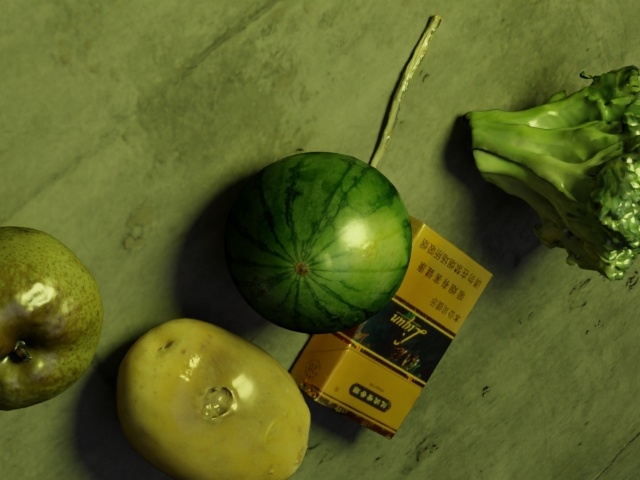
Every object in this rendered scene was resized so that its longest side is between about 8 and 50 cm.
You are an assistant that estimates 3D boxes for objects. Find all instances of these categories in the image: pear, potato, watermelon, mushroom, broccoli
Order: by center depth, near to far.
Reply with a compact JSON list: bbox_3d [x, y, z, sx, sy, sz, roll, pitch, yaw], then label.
[{"bbox_3d":[-0.272,0.070,1.028,0.167,0.136,0.167,-15,120,-27],"label":"pear"},{"bbox_3d":[0.000,0.000,1.189,0.214,0.188,0.188,-50,154,-73],"label":"watermelon"},{"bbox_3d":[-0.114,0.178,1.204,0.234,0.146,0.150,38,40,-30],"label":"potato"},{"bbox_3d":[0.071,-0.117,1.295,0.026,0.028,0.286,26,93,0],"label":"mushroom"},{"bbox_3d":[0.285,-0.076,1.347,0.288,0.246,0.247,51,43,-75],"label":"broccoli"}]

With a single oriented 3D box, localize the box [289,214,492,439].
[{"bbox_3d":[0.083,0.100,1.373,0.152,0.070,0.237,35,85,-43],"label":"box"}]
